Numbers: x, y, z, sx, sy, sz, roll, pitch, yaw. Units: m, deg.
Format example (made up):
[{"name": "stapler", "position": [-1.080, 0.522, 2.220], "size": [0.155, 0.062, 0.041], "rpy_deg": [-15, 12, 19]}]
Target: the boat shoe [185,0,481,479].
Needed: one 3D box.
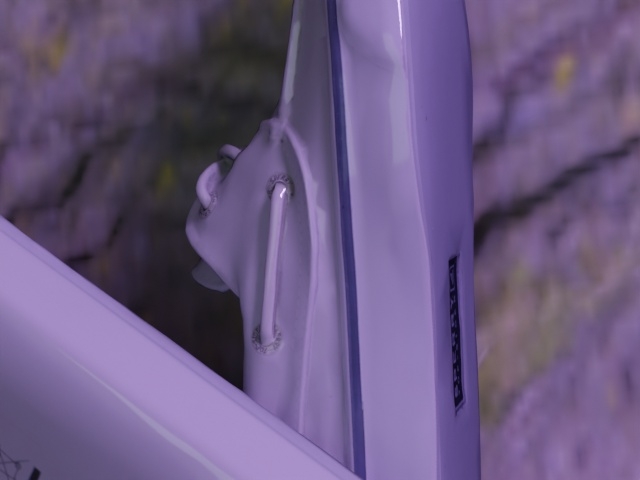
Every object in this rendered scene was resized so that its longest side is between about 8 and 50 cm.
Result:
[{"name": "boat shoe", "position": [0.000, 0.000, 0.515], "size": [0.084, 0.095, 0.258], "rpy_deg": [-2, 88, 16]}]

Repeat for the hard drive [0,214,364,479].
[{"name": "hard drive", "position": [-0.050, 0.155, 0.510], "size": [0.353, 0.047, 0.233], "rpy_deg": [35, 119, 16]}]
